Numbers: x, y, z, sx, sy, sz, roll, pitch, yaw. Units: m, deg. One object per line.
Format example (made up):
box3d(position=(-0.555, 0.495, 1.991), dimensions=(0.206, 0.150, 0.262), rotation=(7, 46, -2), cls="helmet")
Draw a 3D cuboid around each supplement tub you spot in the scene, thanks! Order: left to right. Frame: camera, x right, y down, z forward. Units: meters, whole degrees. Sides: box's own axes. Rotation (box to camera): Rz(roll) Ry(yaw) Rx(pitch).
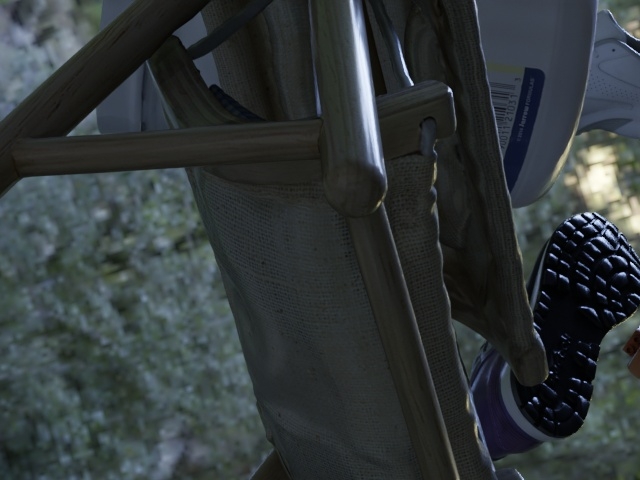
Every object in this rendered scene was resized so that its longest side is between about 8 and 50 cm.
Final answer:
box3d(position=(0.014, -0.154, 1.064), dimensions=(0.235, 0.325, 0.235), rotation=(-173, -90, -86), cls="supplement tub")

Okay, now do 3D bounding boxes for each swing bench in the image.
box3d(position=(0.000, 0.000, 0.607), dimensions=(0.254, 0.165, 0.253), rotation=(-69, 151, -47), cls="swing bench")

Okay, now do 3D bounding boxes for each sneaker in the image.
box3d(position=(0.191, 0.082, 1.329), dimensions=(0.107, 0.124, 0.283), rotation=(46, 45, -8), cls="sneaker")
box3d(position=(0.226, -0.150, 1.312), dimensions=(0.090, 0.232, 0.115), rotation=(-102, -172, -59), cls="sneaker")

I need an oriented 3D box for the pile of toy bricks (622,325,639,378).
box3d(position=(0.244, 0.085, 0.764), dimensions=(0.212, 0.118, 0.105), rotation=(38, 30, 17), cls="pile of toy bricks")
